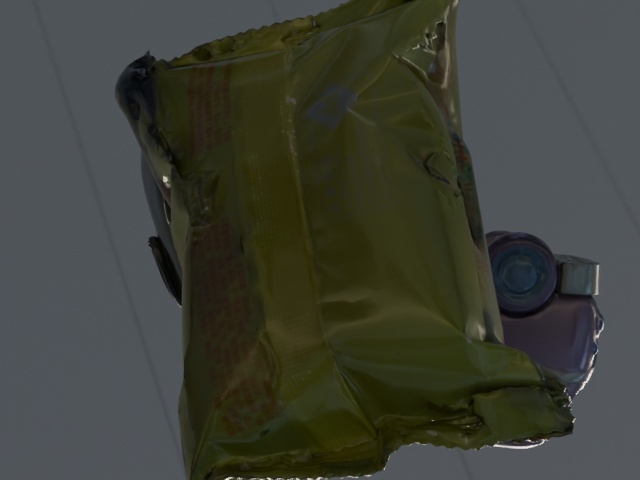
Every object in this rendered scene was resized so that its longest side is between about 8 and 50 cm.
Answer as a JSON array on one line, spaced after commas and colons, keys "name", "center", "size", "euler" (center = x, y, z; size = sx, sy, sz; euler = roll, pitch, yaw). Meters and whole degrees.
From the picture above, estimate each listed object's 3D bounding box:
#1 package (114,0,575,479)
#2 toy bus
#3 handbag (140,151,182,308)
[{"name": "package", "center": [0.000, 0.000, 0.621], "size": [0.168, 0.090, 0.226], "euler": [-17, -118, 18]}, {"name": "toy bus", "center": [0.082, 0.061, 1.050], "size": [0.202, 0.142, 0.142], "euler": [4, -90, 1]}, {"name": "handbag", "center": [-0.061, -0.011, 0.772], "size": [0.047, 0.111, 0.072], "euler": [-12, -162, -16]}]
